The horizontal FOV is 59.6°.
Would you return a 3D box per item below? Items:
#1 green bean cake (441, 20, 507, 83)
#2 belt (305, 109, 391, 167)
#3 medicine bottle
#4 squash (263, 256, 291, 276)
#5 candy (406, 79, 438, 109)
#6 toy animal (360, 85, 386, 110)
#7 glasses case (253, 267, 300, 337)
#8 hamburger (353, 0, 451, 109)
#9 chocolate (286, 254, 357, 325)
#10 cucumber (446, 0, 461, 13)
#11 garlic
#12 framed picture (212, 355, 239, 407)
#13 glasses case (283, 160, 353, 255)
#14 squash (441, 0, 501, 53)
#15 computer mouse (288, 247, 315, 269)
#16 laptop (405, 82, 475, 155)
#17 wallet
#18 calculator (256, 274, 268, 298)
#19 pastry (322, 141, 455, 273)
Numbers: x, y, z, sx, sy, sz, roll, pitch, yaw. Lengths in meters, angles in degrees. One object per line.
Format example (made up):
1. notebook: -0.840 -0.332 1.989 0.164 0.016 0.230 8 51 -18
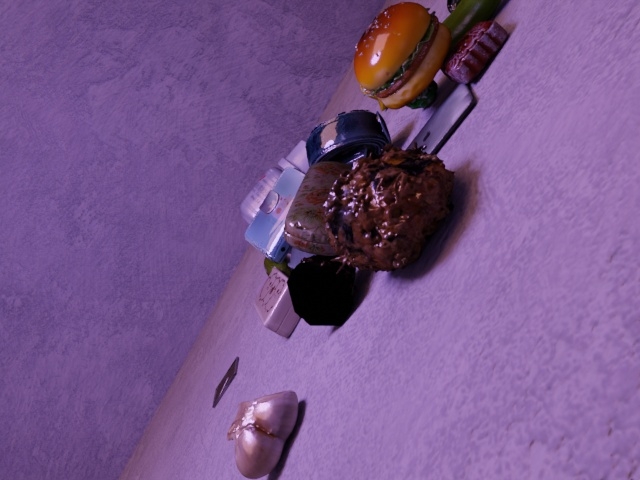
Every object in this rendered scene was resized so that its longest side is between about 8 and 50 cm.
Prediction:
1. green bean cake: 0.324 -0.405 1.202 0.135 0.056 0.135 -50 16 12
2. belt: 0.079 -0.247 1.494 0.267 0.207 0.116 -36 59 50
3. medicine bottle: -0.077 -0.137 1.767 0.306 0.245 0.245 -51 13 2
4. squash: -0.153 0.081 1.947 0.087 0.087 0.331 -59 11 6
5. candy: 0.249 -0.400 1.511 0.097 0.097 0.323 -57 4 13
6. toy animal: 0.206 -0.547 1.875 0.156 0.156 0.229 -52 25 31
7. glasses case: -0.115 0.168 1.594 0.144 0.076 0.336 -61 12 -3
8. hamburger: 0.171 -0.434 1.284 0.246 0.170 0.246 -46 25 29
9. chocolate: 0.025 0.084 1.175 0.156 0.156 0.133 -51 -7 34
10. cucumber: 0.406 -0.728 1.614 0.081 0.072 0.303 -47 18 39
11. garlic: -0.103 0.369 1.073 0.124 0.099 0.174 -17 45 44
12. framed picture: -0.313 0.467 1.850 0.149 0.011 0.109 -57 12 13
13. glasses case: 0.022 -0.086 1.280 0.425 0.157 0.098 -73 -6 -63
14. squash: 0.352 -0.536 1.360 0.292 0.082 0.082 -42 21 59
15. computer mouse: -0.002 -0.003 1.457 0.203 0.114 0.374 -60 12 -2
16. laptop: 0.240 -0.227 1.238 0.269 0.015 0.187 -53 14 28
17. wallet: -0.100 -0.075 1.567 0.176 0.075 0.250 35 94 49
18. calculator: -0.197 0.179 2.006 0.100 0.032 0.175 -58 12 7
19. pastry: 0.106 -0.066 0.984 0.274 0.193 0.275 -57 11 18
